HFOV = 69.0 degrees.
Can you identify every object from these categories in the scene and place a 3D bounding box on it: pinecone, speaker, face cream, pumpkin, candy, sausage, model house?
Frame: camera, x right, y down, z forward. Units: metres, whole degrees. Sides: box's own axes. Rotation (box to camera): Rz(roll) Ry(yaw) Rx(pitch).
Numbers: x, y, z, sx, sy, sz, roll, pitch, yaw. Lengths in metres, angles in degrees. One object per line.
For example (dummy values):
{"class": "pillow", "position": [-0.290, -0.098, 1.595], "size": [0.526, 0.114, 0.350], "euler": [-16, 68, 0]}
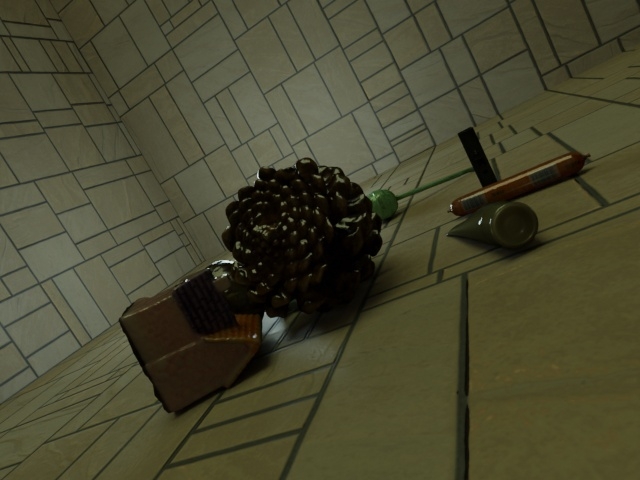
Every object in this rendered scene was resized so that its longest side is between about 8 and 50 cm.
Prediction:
{"class": "pinecone", "position": [-0.012, -0.001, 1.093], "size": [0.385, 0.384, 0.384], "euler": [-28, 9, 5]}
{"class": "speaker", "position": [0.435, -0.215, 1.275], "size": [0.040, 0.191, 0.046], "euler": [-25, 9, 14]}
{"class": "face cream", "position": [0.348, -0.040, 0.967], "size": [0.137, 0.084, 0.341], "euler": [-37, 1, 7]}
{"class": "pumpkin", "position": [-0.230, 0.157, 1.214], "size": [0.162, 0.218, 0.219], "euler": [-7, -9, -46]}
{"class": "candy", "position": [0.361, -0.187, 1.703], "size": [0.440, 0.119, 0.119], "euler": [-23, 9, -4]}
{"class": "sausage", "position": [0.472, -0.132, 1.139], "size": [0.348, 0.053, 0.053], "euler": [-23, 10, 33]}
{"class": "model house", "position": [-0.255, 0.192, 1.007], "size": [0.238, 0.236, 0.202], "euler": [-26, 4, -2]}

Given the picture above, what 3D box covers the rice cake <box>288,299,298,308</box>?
{"class": "rice cake", "position": [-0.001, 0.114, 1.254], "size": [0.080, 0.042, 0.222], "euler": [-26, 9, 43]}
